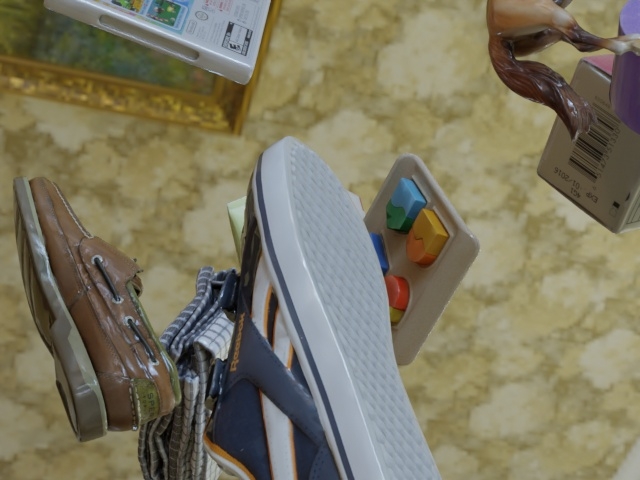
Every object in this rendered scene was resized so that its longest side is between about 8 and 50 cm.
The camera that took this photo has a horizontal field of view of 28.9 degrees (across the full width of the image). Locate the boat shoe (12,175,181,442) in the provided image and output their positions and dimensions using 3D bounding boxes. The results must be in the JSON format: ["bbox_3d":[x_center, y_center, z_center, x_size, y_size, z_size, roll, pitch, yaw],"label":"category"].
[{"bbox_3d":[-0.221,0.057,1.197,0.110,0.104,0.307,103,-32,-51],"label":"boat shoe"}]

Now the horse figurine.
[{"bbox_3d":[0.200,-0.200,0.982,0.263,0.174,0.066,-62,146,-27],"label":"horse figurine"}]

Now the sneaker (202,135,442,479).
[{"bbox_3d":[-0.019,0.081,0.821,0.127,0.126,0.321,-30,-126,23],"label":"sneaker"}]

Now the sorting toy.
[{"bbox_3d":[0.098,0.018,1.514,0.193,0.038,0.208,-61,-146,23],"label":"sorting toy"}]

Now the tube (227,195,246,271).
[{"bbox_3d":[-0.043,0.067,1.260,0.070,0.062,0.240,-147,-136,-77],"label":"tube"}]

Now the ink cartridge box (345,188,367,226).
[{"bbox_3d":[0.000,0.000,1.664,0.135,0.056,0.099,-55,-163,18],"label":"ink cartridge box"}]

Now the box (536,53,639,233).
[{"bbox_3d":[0.371,-0.115,1.337,0.127,0.232,0.148,43,-50,36],"label":"box"}]

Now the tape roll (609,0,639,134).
[{"bbox_3d":[0.353,-0.154,1.089,0.189,0.189,0.080,-105,-169,-53],"label":"tape roll"}]

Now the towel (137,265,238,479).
[{"bbox_3d":[-0.167,0.198,1.790,0.235,0.121,0.283,-51,153,-54],"label":"towel"}]

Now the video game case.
[{"bbox_3d":[-0.107,-0.175,0.876,0.157,0.143,0.019,-84,-164,-56],"label":"video game case"}]
